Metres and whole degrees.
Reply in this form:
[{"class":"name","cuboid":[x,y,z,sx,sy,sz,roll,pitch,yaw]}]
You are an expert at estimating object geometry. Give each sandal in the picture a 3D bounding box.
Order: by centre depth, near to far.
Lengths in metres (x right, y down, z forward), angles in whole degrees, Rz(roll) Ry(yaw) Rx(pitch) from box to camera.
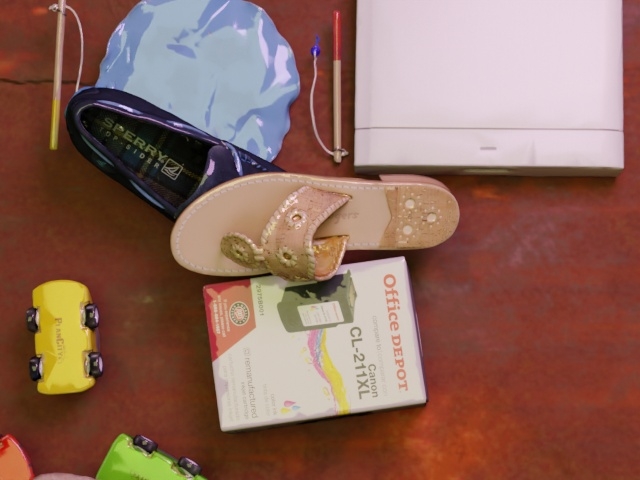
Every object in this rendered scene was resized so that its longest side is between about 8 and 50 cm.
[{"class":"sandal","cuboid":[0.000,-0.006,1.145,0.240,0.079,0.088,-7,112,-7]}]

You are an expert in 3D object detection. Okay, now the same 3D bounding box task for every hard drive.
[{"class":"hard drive","cuboid":[0.149,-0.234,1.260,0.233,0.047,0.353,1,81,4]}]

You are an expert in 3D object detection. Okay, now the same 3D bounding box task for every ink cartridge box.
[{"class":"ink cartridge box","cuboid":[-0.002,0.089,1.210,0.175,0.072,0.127,-9,80,3]}]

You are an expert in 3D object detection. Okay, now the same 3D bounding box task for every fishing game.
[{"class":"fishing game","cuboid":[-0.109,-0.131,1.268,0.264,0.041,0.189,-1,89,-2]}]

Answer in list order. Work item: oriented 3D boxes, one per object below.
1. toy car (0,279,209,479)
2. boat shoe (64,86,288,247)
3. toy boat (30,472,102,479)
[{"class":"toy car","cuboid":[-0.195,0.179,1.221,0.225,0.053,0.239,28,85,7]},{"class":"boat shoe","cuboid":[-0.105,-0.041,1.206,0.258,0.089,0.109,23,95,-7]},{"class":"toy boat","cuboid":[-0.241,0.317,1.157,0.318,0.148,0.267,-13,105,2]}]
